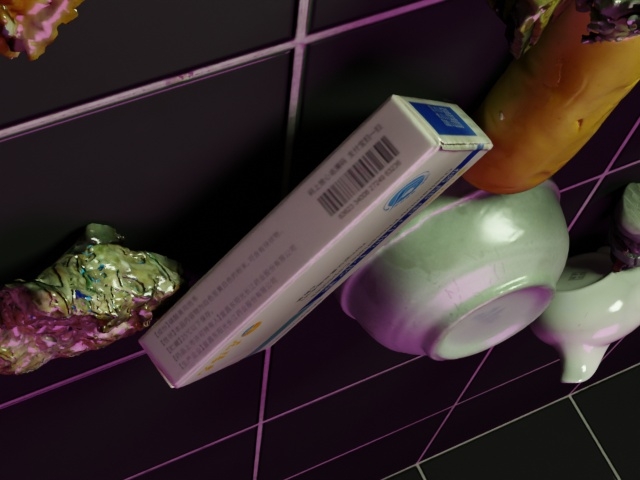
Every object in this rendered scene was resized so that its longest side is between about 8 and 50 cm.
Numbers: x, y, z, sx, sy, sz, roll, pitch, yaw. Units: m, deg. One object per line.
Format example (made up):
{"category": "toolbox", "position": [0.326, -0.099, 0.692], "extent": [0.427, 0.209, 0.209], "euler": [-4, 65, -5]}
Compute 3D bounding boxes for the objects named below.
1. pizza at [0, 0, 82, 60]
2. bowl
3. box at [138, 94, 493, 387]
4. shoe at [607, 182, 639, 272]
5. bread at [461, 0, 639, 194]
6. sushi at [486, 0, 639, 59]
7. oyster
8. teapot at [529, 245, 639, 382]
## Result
{"category": "pizza", "position": [-0.156, -0.194, 0.445], "extent": [0.161, 0.085, 0.305], "euler": [-16, 153, -22]}
{"category": "bowl", "position": [0.172, 0.037, 1.188], "extent": [0.307, 0.163, 0.307], "euler": [-21, 153, -11]}
{"category": "box", "position": [0.000, 0.000, 0.935], "extent": [0.343, 0.065, 0.200], "euler": [-43, 168, 21]}
{"category": "shoe", "position": [0.471, -0.012, 1.463], "extent": [0.125, 0.099, 0.228], "euler": [-43, 156, 26]}
{"category": "bread", "position": [0.243, -0.152, 0.953], "extent": [0.142, 0.091, 0.305], "euler": [-20, 157, -30]}
{"category": "sushi", "position": [0.271, -0.221, 0.767], "extent": [0.291, 0.131, 0.139], "euler": [-24, 172, -4]}
{"category": "oyster", "position": [-0.218, 0.062, 0.908], "extent": [0.198, 0.092, 0.259], "euler": [-20, 159, -7]}
{"category": "teapot", "position": [0.442, 0.102, 1.571], "extent": [0.204, 0.139, 0.298], "euler": [-8, -157, 47]}
